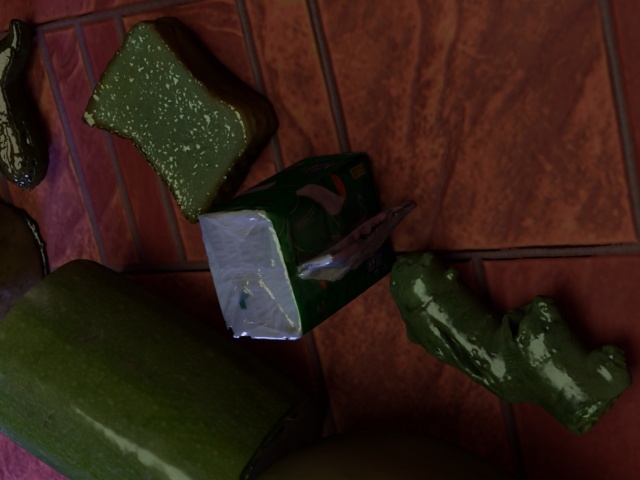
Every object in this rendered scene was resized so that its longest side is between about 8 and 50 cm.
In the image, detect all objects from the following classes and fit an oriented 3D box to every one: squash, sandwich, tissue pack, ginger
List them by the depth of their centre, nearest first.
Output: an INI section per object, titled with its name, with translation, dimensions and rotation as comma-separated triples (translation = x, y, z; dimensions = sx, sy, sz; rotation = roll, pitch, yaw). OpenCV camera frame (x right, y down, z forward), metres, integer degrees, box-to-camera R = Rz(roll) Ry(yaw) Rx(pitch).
[ginger]
translation = 0.202, 0.105, 1.296
dimensions = 0.289, 0.089, 0.137
rotation = 24, 140, 29
[tissue pack]
translation = 0.000, 0.002, 1.304
dimensions = 0.156, 0.209, 0.148
rotation = -2, 108, 34
[sandwich]
translation = -0.171, -0.149, 1.445
dimensions = 0.215, 0.065, 0.186
rotation = 46, 127, 9
[squash]
translation = -0.205, 0.219, 1.506
dimensions = 0.384, 0.263, 0.263
rotation = 29, 123, 19

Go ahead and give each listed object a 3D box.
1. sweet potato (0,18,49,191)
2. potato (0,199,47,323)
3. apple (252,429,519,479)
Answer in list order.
[sweet potato]
translation = -0.411, -0.181, 1.598
dimensions = 0.081, 0.062, 0.233
rotation = 3, 108, 16
[potato]
translation = -0.572, 0.071, 1.697
dimensions = 0.300, 0.237, 0.289
rotation = -4, 107, 35
[apple]
translation = 0.083, 0.439, 1.299
dimensions = 0.473, 0.473, 0.474
rotation = 14, 117, 29
